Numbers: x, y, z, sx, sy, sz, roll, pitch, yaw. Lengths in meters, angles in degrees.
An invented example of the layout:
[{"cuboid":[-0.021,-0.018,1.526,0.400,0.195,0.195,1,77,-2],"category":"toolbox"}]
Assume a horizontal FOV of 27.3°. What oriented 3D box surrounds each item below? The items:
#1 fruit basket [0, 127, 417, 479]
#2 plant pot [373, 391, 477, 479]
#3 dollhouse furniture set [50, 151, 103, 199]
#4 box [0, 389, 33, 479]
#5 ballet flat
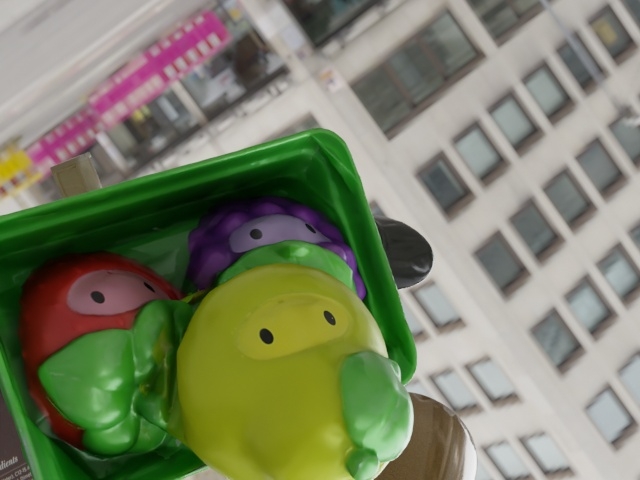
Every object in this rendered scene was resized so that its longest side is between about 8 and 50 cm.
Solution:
[{"cuboid":[-0.077,0.072,1.070,0.392,0.283,0.392,-19,180,0],"category":"fruit basket"},{"cuboid":[0.110,0.378,1.885,0.237,0.237,0.254,-34,-167,15],"category":"plant pot"},{"cuboid":[-0.191,-0.034,1.523,0.161,0.182,0.101,-16,-171,29],"category":"dollhouse furniture set"},{"cuboid":[-0.340,0.329,1.317,0.191,0.381,0.143,-10,-172,30],"category":"box"},{"cuboid":[0.000,0.000,1.616,0.280,0.095,0.096,15,-175,29],"category":"ballet flat"}]
